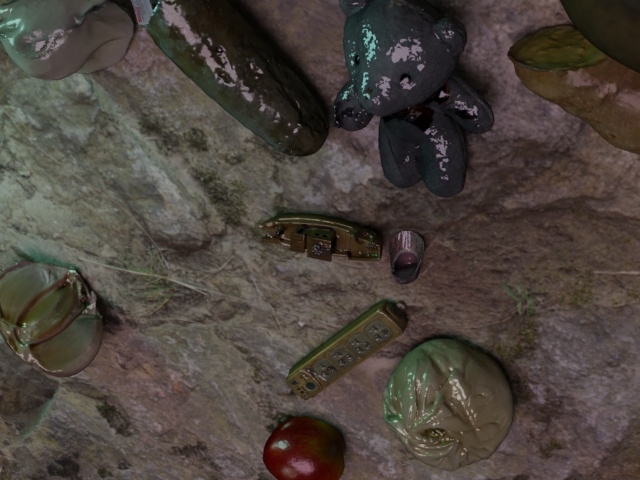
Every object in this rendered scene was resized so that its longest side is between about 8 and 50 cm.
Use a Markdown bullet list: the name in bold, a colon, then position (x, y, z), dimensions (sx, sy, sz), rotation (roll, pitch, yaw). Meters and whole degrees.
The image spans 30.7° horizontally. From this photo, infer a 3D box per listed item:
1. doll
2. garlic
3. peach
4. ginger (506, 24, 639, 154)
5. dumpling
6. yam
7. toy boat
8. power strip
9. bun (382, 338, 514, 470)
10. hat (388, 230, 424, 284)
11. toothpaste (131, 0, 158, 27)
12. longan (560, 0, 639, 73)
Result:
- **doll**: position (0.123, -0.192, 1.669), dimensions (0.245, 0.158, 0.341), rotation (14, 128, 26)
- **garlic**: position (-0.498, 0.148, 2.131), dimensions (0.229, 0.178, 0.143), rotation (49, 157, 7)
- **peach**: position (-0.028, 0.391, 2.130), dimensions (0.151, 0.151, 0.118), rotation (-21, 156, 30)
- **ginger**: position (0.423, -0.202, 1.580), dimensions (0.354, 0.126, 0.190), rotation (25, 136, 7)
- **dumpling**: position (-0.403, -0.312, 1.821), dimensions (0.247, 0.142, 0.172), rotation (-6, 154, 16)
- **yam**: position (-0.115, -0.254, 1.743), dimensions (0.330, 0.133, 0.133), rotation (43, 125, -16)
- **toy boat**: position (0.000, 0.000, 1.888), dimensions (0.206, 0.072, 0.064), rotation (8, 121, 14)
- **power strip**: position (0.038, 0.196, 2.015), dimensions (0.064, 0.044, 0.305), rotation (43, 125, -11)
- **bun**: position (0.208, 0.286, 1.953), dimensions (0.229, 0.145, 0.229), rotation (11, 123, 17)
- **hat**: position (0.141, 0.028, 1.880), dimensions (0.058, 0.042, 0.087), rotation (3, 88, 15)
- **toothpaste**: position (-0.280, -0.417, 1.740), dimensions (0.040, 0.047, 0.196), rotation (-6, 119, 19)
- **longan**: position (0.406, -0.367, 1.397), dimensions (0.288, 0.288, 0.350), rotation (-16, 103, 28)
